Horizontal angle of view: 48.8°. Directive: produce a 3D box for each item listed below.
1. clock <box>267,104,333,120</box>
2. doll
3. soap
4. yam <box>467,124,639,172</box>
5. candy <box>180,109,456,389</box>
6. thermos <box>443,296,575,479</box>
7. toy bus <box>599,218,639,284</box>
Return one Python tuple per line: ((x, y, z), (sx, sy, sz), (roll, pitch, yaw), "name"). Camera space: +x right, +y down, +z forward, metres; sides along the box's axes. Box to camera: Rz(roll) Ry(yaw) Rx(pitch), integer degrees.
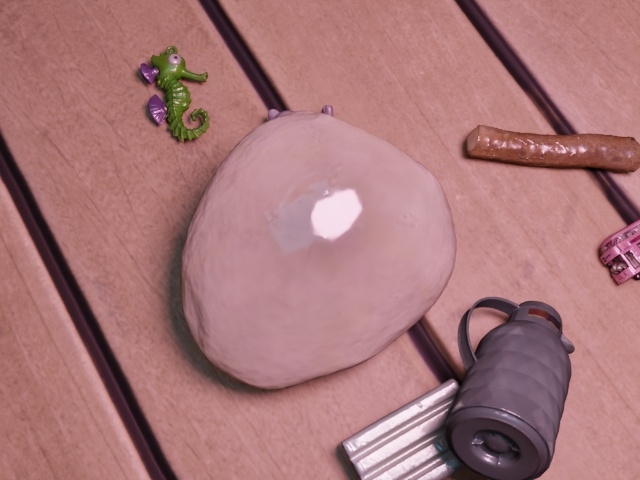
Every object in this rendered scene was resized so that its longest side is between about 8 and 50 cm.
((-0.033, -0.144, 1.190), (0.117, 0.080, 0.176), (-3, 71, -4), "clock")
((-0.248, -0.257, 1.236), (0.115, 0.050, 0.190), (-15, 74, 0), "doll")
((0.141, 0.306, 1.053), (0.198, 0.066, 0.119), (-27, 77, -11), "soap")
((0.400, -0.158, 1.222), (0.300, 0.066, 0.066), (4, 71, -2), "yam")
((-0.012, 0.025, 1.046), (0.386, 0.186, 0.427), (41, 87, -6), "candy")
((0.273, 0.190, 1.025), (0.182, 0.145, 0.286), (34, 42, 2), "thermos")
((0.565, -0.003, 1.178), (0.203, 0.063, 0.090), (-28, 72, -13), "toy bus")
